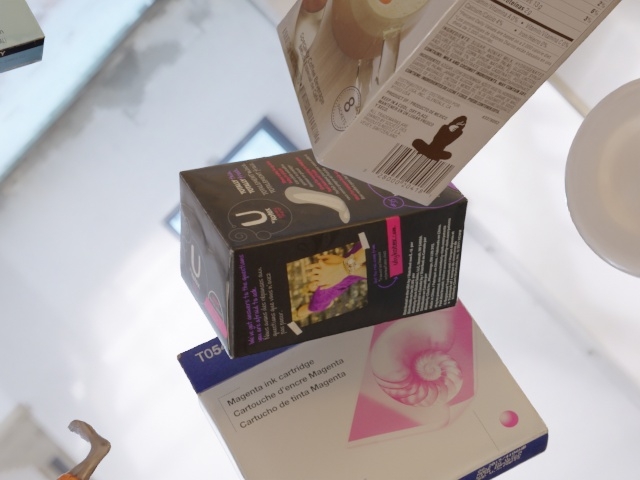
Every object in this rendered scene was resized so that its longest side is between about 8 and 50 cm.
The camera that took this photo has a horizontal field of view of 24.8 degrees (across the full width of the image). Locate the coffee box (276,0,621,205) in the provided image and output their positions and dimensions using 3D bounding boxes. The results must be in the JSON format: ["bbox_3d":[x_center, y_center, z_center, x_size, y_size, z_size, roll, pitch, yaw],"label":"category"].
[{"bbox_3d":[0.090,-0.160,0.888,0.246,0.098,0.141,-48,-141,29],"label":"coffee box"}]

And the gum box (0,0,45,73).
[{"bbox_3d":[-0.342,-0.210,1.221,0.157,0.184,0.041,-22,160,-25],"label":"gum box"}]

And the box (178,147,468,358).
[{"bbox_3d":[0.000,0.000,1.553,0.270,0.165,0.143,-11,126,-21],"label":"box"}]

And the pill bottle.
[{"bbox_3d":[0.378,-0.043,1.410,0.188,0.188,0.334,-44,156,19],"label":"pill bottle"}]

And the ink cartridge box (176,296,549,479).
[{"bbox_3d":[0.038,0.173,1.665,0.324,0.330,0.071,-26,149,-12],"label":"ink cartridge box"}]

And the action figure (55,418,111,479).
[{"bbox_3d":[-0.301,0.350,1.567,0.330,0.178,0.341,-57,151,-43],"label":"action figure"}]
